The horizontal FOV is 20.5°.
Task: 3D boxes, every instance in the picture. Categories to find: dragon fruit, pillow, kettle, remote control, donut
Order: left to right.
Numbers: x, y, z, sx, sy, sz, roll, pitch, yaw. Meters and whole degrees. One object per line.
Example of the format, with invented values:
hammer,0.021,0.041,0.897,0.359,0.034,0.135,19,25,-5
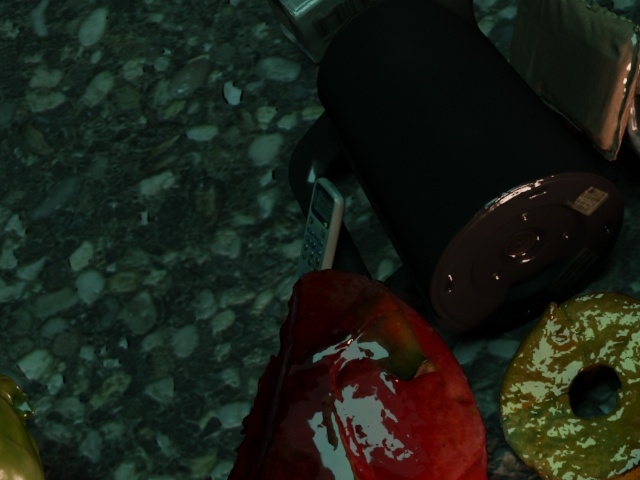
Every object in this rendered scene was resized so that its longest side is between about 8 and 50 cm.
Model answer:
remote control,0.000,0.000,1.770,0.018,0.124,0.053,-3,32,-26
dragon fruit,0.025,0.201,1.602,0.282,0.100,0.343,16,84,24
kettle,0.125,-0.066,1.751,0.203,0.262,0.308,-7,46,-28
pillow,0.244,-0.178,1.706,0.034,0.135,0.211,-6,32,-24
donut,0.257,0.146,1.621,0.174,0.074,0.190,15,70,25

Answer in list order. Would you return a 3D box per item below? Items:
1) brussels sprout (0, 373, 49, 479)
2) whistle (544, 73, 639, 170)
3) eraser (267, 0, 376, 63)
brussels sprout,-0.381,0.246,1.680,0.259,0.227,0.294,16,100,37
whistle,0.338,-0.157,1.735,0.348,0.189,0.189,21,68,45
eraser,0.117,-0.365,1.960,0.404,0.098,0.096,-38,56,-6
